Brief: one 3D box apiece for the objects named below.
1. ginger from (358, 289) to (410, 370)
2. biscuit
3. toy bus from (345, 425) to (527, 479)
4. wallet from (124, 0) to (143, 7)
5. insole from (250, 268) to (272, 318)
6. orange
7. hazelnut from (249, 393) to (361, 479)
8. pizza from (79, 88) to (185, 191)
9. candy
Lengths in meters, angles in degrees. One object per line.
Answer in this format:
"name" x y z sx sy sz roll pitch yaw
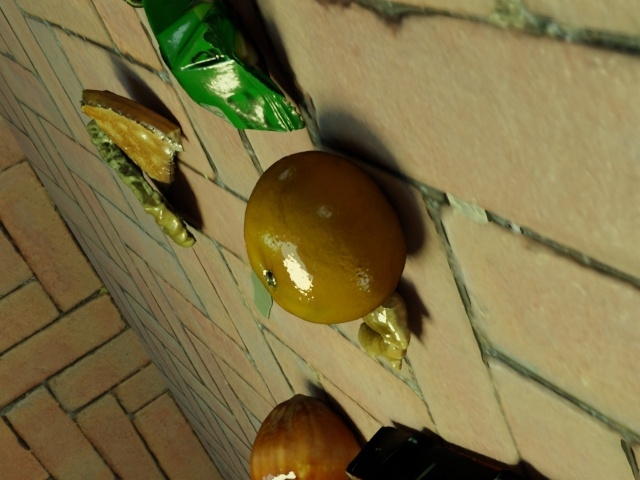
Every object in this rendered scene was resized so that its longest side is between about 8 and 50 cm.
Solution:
"ginger" 0.030 0.038 0.947 0.176 0.052 0.193 24 149 57
"biscuit" -0.265 -0.069 1.481 0.273 0.036 0.187 45 174 44
"toy bus" 0.142 0.278 1.023 0.092 0.093 0.409 50 165 -12
"wallet" -0.246 -0.330 0.975 0.202 0.059 0.141 40 155 42
"insole" -0.088 0.081 1.407 0.053 0.002 0.153 50 162 14
"orange" 0.000 0.000 0.827 0.156 0.124 0.156 47 163 19
"hazelnut" -0.028 0.325 1.432 0.182 0.182 0.182 48 161 22
"pizza" -0.238 -0.135 1.327 0.185 0.052 0.195 27 158 25
"candy" -0.109 -0.176 0.875 0.203 0.078 0.141 43 160 48
